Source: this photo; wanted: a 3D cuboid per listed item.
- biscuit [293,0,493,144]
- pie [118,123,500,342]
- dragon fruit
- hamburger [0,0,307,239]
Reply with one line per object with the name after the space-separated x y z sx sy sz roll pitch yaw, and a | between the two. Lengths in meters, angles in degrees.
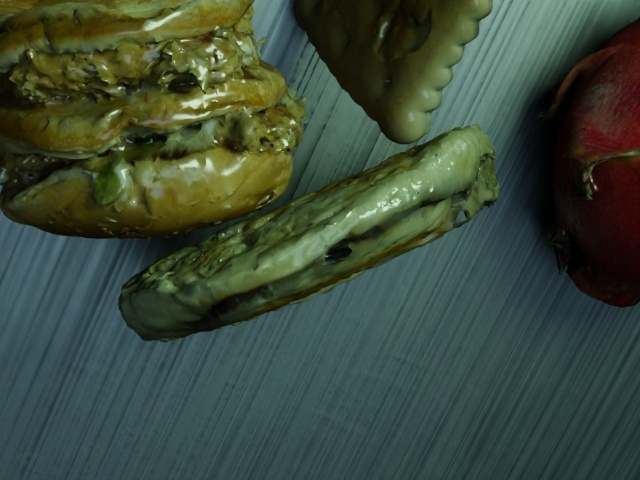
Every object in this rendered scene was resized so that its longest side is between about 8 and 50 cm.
0.084 -0.253 0.835 0.044 0.217 0.325 6 125 -36 | biscuit
0.000 0.000 0.896 0.339 0.339 0.077 -25 87 -5 | pie
0.317 -0.077 0.990 0.250 0.250 0.315 38 113 -23 | dragon fruit
-0.129 -0.109 0.859 0.261 0.245 0.211 -17 112 -30 | hamburger
